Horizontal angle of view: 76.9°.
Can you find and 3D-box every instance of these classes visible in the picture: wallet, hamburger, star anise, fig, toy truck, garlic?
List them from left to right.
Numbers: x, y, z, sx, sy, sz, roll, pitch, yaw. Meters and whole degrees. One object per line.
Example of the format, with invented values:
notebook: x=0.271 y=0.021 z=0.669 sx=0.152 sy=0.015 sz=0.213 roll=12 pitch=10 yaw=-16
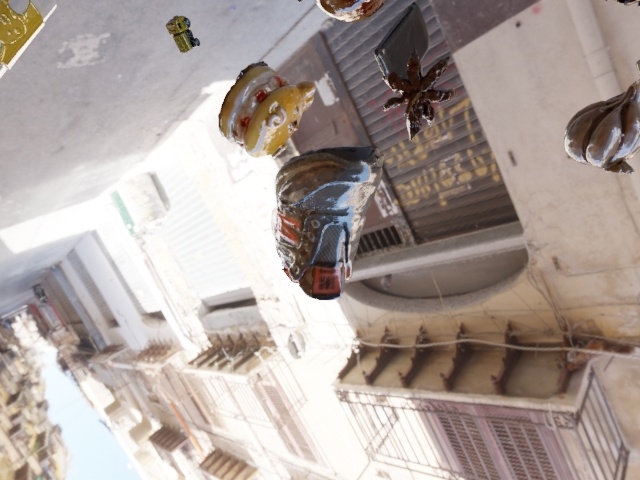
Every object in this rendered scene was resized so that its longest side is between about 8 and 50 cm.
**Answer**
toy truck: x=-0.362 y=-0.539 z=1.053 sx=0.049 sy=0.083 sz=0.054 roll=3 pitch=-135 yaw=29
hamburger: x=-0.154 y=-0.397 z=1.257 sx=0.302 sy=0.186 sz=0.261 roll=-53 pitch=172 yaw=-31
fig: x=0.063 y=-0.639 z=0.949 sx=0.235 sy=0.234 sz=0.215 roll=-31 pitch=-150 yaw=-32
wallet: x=0.258 y=-0.597 z=1.260 sx=0.052 sy=0.168 sz=0.245 roll=17 pitch=-114 yaw=44
star anise: x=0.259 y=-0.391 z=1.056 sx=0.196 sy=0.212 sz=0.111 roll=-22 pitch=176 yaw=5
garlic: x=0.513 y=-0.213 z=0.708 sx=0.127 sy=0.194 sz=0.131 roll=8 pitch=-138 yaw=6

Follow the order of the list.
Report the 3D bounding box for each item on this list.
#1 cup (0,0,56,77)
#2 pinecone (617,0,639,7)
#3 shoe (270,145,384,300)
cup: x=-0.595 y=-0.397 z=0.658 sx=0.226 sy=0.186 sz=0.241 roll=-56 pitch=163 yaw=-15
pinecone: x=0.535 y=-0.490 z=0.656 sx=0.184 sy=0.205 sz=0.179 roll=-52 pitch=167 yaw=-38
shoe: x=0.000 y=0.000 z=0.585 sx=0.133 sy=0.170 sz=0.336 roll=-4 pitch=163 yaw=-17
